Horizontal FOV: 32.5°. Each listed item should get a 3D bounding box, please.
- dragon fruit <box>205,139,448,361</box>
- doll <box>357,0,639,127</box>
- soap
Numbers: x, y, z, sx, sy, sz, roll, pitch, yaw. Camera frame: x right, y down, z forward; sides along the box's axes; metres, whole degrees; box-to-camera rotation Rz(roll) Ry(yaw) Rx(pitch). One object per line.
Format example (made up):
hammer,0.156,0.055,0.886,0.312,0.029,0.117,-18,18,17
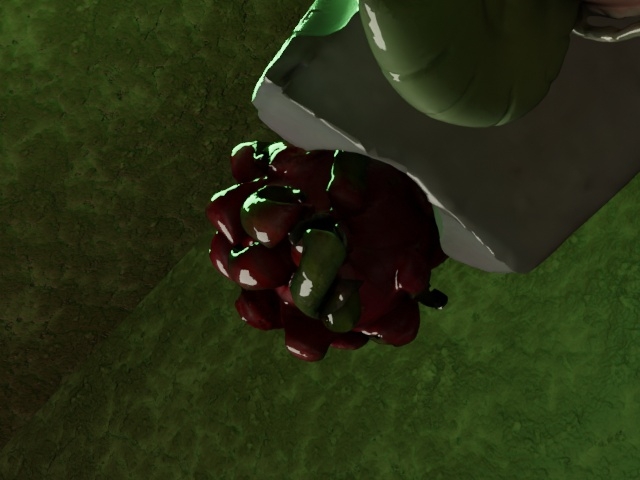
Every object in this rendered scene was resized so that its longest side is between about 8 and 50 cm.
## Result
dragon fruit,-0.004,0.004,0.920,0.273,0.198,0.218,-17,-104,-56
doll,0.142,-0.169,0.429,0.216,0.284,0.268,31,-160,37
soap,0.137,-0.192,0.786,0.213,0.350,0.435,35,-169,-8
